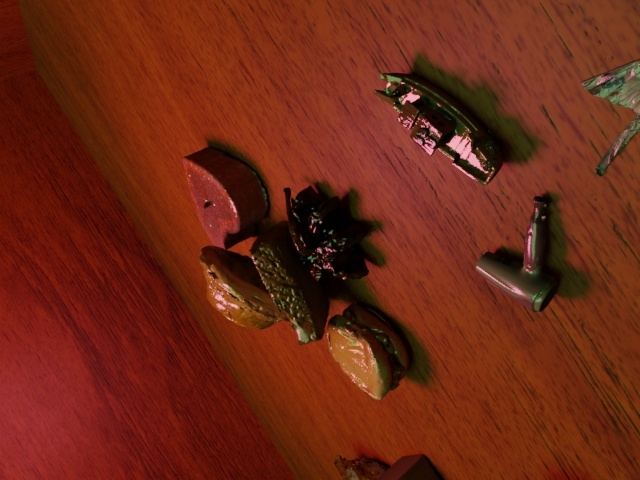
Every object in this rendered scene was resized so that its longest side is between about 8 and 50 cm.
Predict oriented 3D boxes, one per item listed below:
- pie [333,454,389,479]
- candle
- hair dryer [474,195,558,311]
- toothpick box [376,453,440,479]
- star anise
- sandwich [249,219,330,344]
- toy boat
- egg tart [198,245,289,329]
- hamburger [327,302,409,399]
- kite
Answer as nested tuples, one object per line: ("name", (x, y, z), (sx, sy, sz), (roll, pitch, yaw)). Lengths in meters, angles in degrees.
("pie", (0.196, 0.837, 1.448), (0.355, 0.103, 0.288), (49, 150, 7))
("candle", (-0.284, -0.126, 1.228), (0.287, 0.131, 0.317), (59, 150, 2))
("hair dryer", (0.276, 0.010, 0.594), (0.106, 0.054, 0.154), (38, 136, 39))
("toothpick box", (0.284, 0.743, 1.152), (0.308, 0.187, 0.190), (54, 152, 15))
("star anise", (0.000, 0.000, 0.919), (0.220, 0.125, 0.190), (18, 137, 45))
("sandwich", (-0.061, 0.087, 1.041), (0.226, 0.087, 0.251), (-83, -32, -75))
("toy boat", (0.152, -0.152, 0.588), (0.206, 0.072, 0.064), (45, 147, 19))
("egg tart", (-0.192, 0.140, 1.196), (0.341, 0.129, 0.341), (28, -174, -3))
("hamburger", (0.104, 0.255, 1.017), (0.213, 0.108, 0.214), (36, 143, 33))
("kite", (0.316, -0.122, 0.431), (0.139, 0.011, 0.157), (46, 149, 25))
